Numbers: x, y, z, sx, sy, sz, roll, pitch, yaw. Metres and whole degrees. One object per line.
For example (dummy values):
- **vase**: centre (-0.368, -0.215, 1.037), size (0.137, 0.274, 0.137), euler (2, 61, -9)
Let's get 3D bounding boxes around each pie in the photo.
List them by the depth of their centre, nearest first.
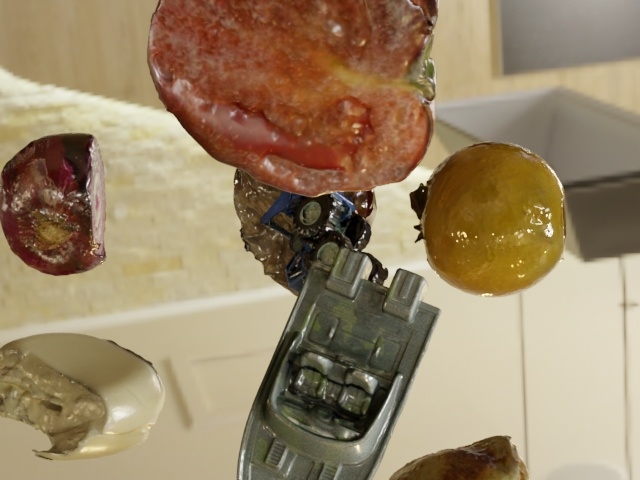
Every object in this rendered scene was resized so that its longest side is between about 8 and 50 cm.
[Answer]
- **pie**: centre (0.173, 0.325, 1.669), size (0.205, 0.084, 0.179), euler (-16, -157, 11)

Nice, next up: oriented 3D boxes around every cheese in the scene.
- **cheese**: centre (-0.379, 0.238, 1.965), size (0.266, 0.127, 0.233), euler (22, -160, 33)

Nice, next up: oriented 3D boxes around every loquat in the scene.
- **loquat**: centre (0.280, -0.035, 2.119), size (0.275, 0.274, 0.275), euler (-4, -164, 1)

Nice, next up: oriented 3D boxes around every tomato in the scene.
- **tomato**: centre (-0.016, -0.198, 1.282), size (0.309, 0.309, 0.170), euler (-2, -147, 9)

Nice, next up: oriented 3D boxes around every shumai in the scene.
- **shumai**: centre (0.017, -0.068, 2.170), size (0.283, 0.346, 0.217), euler (-11, -169, 45)

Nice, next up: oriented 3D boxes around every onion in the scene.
- **onion**: centre (-0.351, -0.063, 1.715), size (0.140, 0.195, 0.218), euler (-8, -151, 3)

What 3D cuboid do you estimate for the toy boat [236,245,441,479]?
- **toy boat**: centre (0.005, 0.169, 1.252), size (0.141, 0.319, 0.092), euler (21, 170, 12)

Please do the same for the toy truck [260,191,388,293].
- **toy truck**: centre (0.000, 0.000, 1.808), size (0.126, 0.113, 0.208), euler (-33, -130, 20)
